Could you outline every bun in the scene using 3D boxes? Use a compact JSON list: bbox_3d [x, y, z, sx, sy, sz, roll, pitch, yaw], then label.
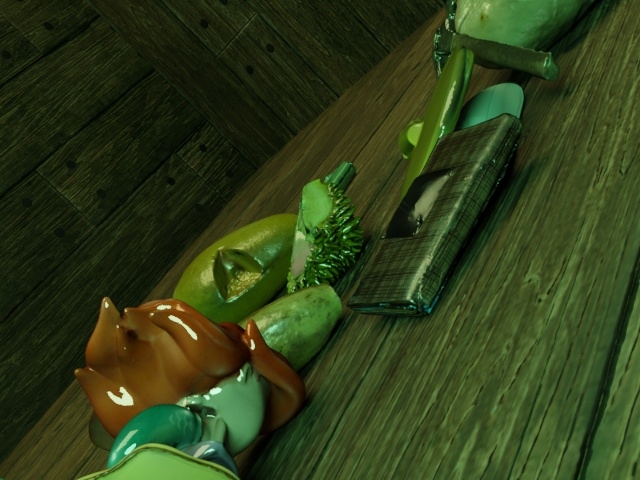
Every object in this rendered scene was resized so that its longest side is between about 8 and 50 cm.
[{"bbox_3d":[0.305,-0.363,1.227,0.273,0.168,0.273,-53,14,20],"label":"bun"}]

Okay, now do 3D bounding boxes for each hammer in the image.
[{"bbox_3d":[0.216,-0.239,1.105,0.297,0.027,0.125,-137,51,-64],"label":"hammer"}]

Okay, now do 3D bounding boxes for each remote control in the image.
[{"bbox_3d":[0.184,-0.115,1.037,0.103,0.051,0.293,-39,13,31],"label":"remote control"}]

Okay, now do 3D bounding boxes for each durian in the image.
[{"bbox_3d":[0.008,0.005,1.156,0.220,0.095,0.137,-79,-1,-69],"label":"durian"}]

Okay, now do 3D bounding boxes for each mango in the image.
[{"bbox_3d":[-0.122,0.050,1.395,0.262,0.130,0.167,-41,16,-1],"label":"mango"}]

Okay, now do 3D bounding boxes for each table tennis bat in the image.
[{"bbox_3d":[0.142,-0.135,1.143,0.368,0.054,0.224,-87,16,-86],"label":"table tennis bat"}]

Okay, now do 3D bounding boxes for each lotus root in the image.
[{"bbox_3d":[-0.083,0.140,0.979,0.258,0.097,0.110,-42,7,-3],"label":"lotus root"}]

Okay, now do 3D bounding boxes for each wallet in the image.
[{"bbox_3d":[0.114,-0.025,0.870,0.124,0.042,0.230,-9,48,59],"label":"wallet"}]

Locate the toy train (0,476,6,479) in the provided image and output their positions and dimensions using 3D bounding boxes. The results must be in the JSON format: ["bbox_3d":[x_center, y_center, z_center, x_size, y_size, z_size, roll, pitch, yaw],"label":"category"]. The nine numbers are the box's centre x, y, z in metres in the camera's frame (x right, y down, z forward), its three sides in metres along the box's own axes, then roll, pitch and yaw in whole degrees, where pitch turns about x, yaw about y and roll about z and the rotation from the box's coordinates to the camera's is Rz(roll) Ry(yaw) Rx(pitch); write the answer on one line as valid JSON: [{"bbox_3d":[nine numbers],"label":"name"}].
[{"bbox_3d":[-0.461,0.456,1.054,0.249,0.178,0.429,-54,7,19],"label":"toy train"}]

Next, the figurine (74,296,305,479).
[{"bbox_3d":[-0.119,0.153,0.765,0.257,0.208,0.181,-81,4,-63],"label":"figurine"}]

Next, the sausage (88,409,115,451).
[{"bbox_3d":[-0.275,0.222,1.380,0.113,0.113,0.259,-41,12,24],"label":"sausage"}]

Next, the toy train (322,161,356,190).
[{"bbox_3d":[0.018,-0.096,1.661,0.071,0.038,0.148,-34,15,39],"label":"toy train"}]
